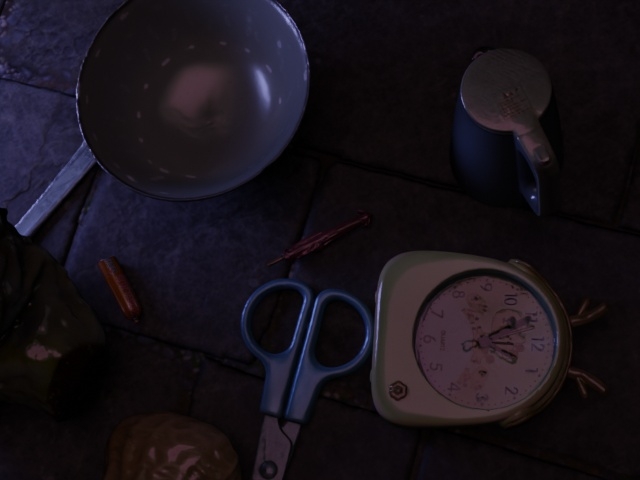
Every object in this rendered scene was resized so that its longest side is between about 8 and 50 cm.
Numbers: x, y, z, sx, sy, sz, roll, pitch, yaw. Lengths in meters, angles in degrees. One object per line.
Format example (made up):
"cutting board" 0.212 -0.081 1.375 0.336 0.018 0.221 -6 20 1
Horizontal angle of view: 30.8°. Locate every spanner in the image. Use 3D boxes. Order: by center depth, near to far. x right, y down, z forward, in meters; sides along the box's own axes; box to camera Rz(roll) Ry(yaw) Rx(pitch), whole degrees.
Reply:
"spanner" -0.401 -0.066 1.738 0.071 0.017 0.302 38 83 17

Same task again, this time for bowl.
"bowl" -0.165 -0.194 1.661 0.337 0.157 0.337 -3 74 10

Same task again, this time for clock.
"clock" 0.223 0.139 1.534 0.308 0.096 0.235 3 74 10

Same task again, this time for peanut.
"peanut" -0.210 0.345 1.541 0.197 0.110 0.233 13 75 14

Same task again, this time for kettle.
"kettle" 0.254 -0.128 1.528 0.160 0.243 0.210 -21 73 3

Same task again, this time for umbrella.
"umbrella" 0.000 0.000 1.647 0.165 0.027 0.025 -26 117 0

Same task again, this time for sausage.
"sausage" -0.285 0.072 1.671 0.031 0.031 0.107 -31 71 0

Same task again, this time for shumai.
"shumai" -0.424 0.130 1.611 0.263 0.304 0.309 27 109 -14

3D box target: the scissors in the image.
"scissors" -0.059 0.272 1.577 0.193 0.029 0.447 12 76 13
